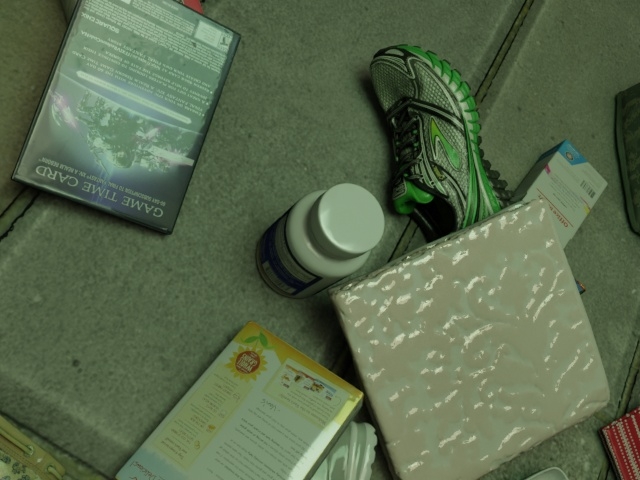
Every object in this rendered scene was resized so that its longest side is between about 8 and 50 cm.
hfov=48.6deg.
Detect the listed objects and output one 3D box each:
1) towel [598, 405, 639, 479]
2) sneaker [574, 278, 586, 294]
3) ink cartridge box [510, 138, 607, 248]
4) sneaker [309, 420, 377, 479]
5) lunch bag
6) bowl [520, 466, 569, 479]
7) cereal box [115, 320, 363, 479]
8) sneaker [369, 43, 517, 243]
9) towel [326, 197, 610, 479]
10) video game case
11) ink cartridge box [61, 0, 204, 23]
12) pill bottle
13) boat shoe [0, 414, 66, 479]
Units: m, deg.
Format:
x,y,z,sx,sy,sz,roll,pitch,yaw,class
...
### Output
x,y,z,sx,sy,sz,roll,pitch,yaw,class
0.567,0.337,1.113,0.275,0.031,0.199,-17,83,-26,towel
0.286,0.087,1.050,0.221,0.083,0.087,-18,66,-30,sneaker
0.370,-0.063,1.133,0.104,0.061,0.181,46,61,-4,ink cartridge box
-0.020,0.341,0.826,0.115,0.105,0.281,17,60,-3,sneaker
0.637,-0.154,1.183,0.169,0.235,0.287,19,67,-21,lunch bag
0.291,0.392,0.958,0.142,0.053,0.142,-17,81,-27,bowl
-0.086,0.228,0.808,0.173,0.047,0.240,31,61,19,cereal box
0.158,-0.123,1.018,0.146,0.134,0.343,-23,85,-28,sneaker
0.202,0.145,0.931,0.332,0.053,0.317,-23,98,-14,towel
-0.227,-0.167,0.858,0.196,0.026,0.274,21,84,-28,video game case
-0.264,-0.355,0.927,0.158,0.092,0.218,-15,82,-27,ink cartridge box
0.000,0.000,0.877,0.112,0.186,0.112,8,71,-22,pill bottle
-0.379,0.161,0.714,0.089,0.104,0.285,-41,103,-33,boat shoe
